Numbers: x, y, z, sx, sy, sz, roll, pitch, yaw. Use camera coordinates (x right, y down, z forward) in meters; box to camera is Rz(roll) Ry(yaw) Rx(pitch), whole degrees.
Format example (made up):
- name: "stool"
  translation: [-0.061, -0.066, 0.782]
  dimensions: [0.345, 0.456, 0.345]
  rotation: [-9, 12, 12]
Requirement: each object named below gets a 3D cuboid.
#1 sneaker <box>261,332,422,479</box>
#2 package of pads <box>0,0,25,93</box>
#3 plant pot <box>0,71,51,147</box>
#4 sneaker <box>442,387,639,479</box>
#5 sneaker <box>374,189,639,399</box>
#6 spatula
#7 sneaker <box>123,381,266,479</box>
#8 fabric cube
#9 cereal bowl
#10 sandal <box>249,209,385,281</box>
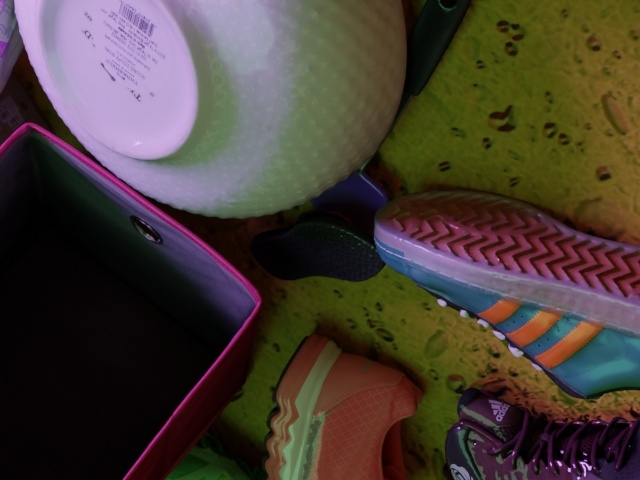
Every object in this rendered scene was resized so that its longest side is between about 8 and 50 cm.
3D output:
- name: "sneaker"
  translation: [0.011, 0.245, 1.483]
  dimensions: [0.136, 0.116, 0.314]
  rotation: [14, 108, 11]
- name: "package of pads"
  translation: [-0.385, -0.144, 1.425]
  dimensions: [0.229, 0.101, 0.296]
  rotation: [36, 103, 19]
- name: "plant pot"
  translation: [-0.310, -0.094, 1.515]
  dimensions: [0.096, 0.109, 0.109]
  rotation: [-21, 108, 31]
- name: "sneaker"
  translation: [0.189, 0.170, 1.351]
  dimensions: [0.162, 0.106, 0.281]
  rotation: [49, 137, 0]
- name: "sneaker"
  translation: [0.174, 0.056, 1.270]
  dimensions: [0.302, 0.108, 0.121]
  rotation: [19, 127, 22]
- name: "spatula"
  translation: [0.052, -0.100, 1.296]
  dimensions: [0.084, 0.030, 0.296]
  rotation: [38, 136, 9]
- name: "sneaker"
  translation: [-0.093, 0.238, 1.622]
  dimensions: [0.123, 0.109, 0.295]
  rotation: [-27, 103, 21]
- name: "fabric cube"
  translation: [-0.224, 0.105, 1.433]
  dimensions: [0.254, 0.259, 0.258]
  rotation: [36, 162, 7]
- name: "cereal bowl"
  translation: [-0.111, -0.160, 1.271]
  dimensions: [0.339, 0.141, 0.339]
  rotation: [22, 130, 29]
- name: "sandal"
  translation: [0.000, 0.000, 1.398]
  dimensions: [0.067, 0.040, 0.179]
  rotation: [51, 155, -18]
